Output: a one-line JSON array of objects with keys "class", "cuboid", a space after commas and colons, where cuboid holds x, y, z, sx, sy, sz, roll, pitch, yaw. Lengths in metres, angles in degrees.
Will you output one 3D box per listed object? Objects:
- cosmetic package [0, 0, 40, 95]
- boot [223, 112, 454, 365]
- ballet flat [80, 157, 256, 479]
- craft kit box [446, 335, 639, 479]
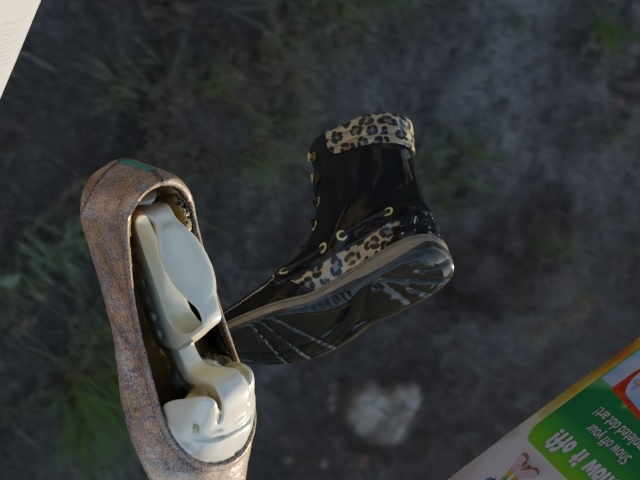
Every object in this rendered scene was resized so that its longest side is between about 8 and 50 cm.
[{"class": "cosmetic package", "cuboid": [-0.343, -0.205, 1.647, 0.085, 0.117, 0.231, -25, 153, -45]}, {"class": "boot", "cuboid": [0.002, 0.000, 1.587, 0.236, 0.179, 0.085, -26, 140, 21]}, {"class": "ballet flat", "cuboid": [-0.110, 0.087, 1.407, 0.107, 0.106, 0.316, -28, 105, -37]}, {"class": "craft kit box", "cuboid": [0.113, 0.092, 0.434, 0.246, 0.250, 0.061, -33, 107, -3]}]
